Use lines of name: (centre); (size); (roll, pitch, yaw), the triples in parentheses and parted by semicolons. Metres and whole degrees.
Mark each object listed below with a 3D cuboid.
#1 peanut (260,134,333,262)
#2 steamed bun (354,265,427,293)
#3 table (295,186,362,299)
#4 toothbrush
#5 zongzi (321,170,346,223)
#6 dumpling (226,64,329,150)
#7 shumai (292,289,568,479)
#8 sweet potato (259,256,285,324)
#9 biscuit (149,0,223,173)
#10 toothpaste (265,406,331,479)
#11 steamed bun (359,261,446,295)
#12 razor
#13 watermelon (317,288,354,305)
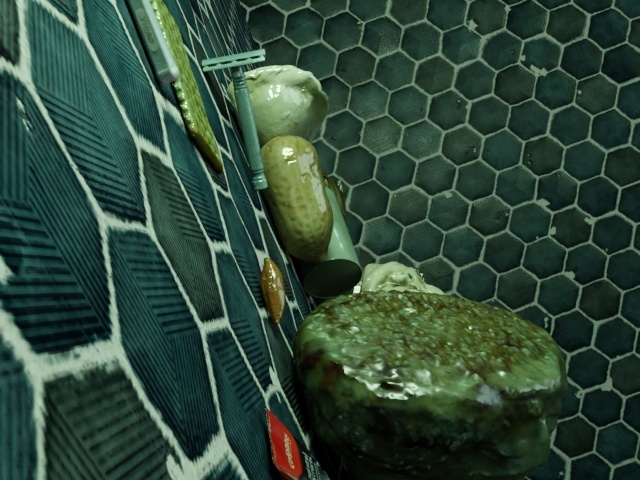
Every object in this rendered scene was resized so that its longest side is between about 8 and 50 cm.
peanut: (-0.041, -0.074, 1.454); (0.137, 0.122, 0.253); (-152, -137, -82)
steamed bun: (0.159, 0.219, 1.911); (0.199, 0.251, 0.301); (113, -26, -70)
table: (0.000, 0.000, 1.624); (0.126, 0.126, 0.220); (66, 5, -48)
toothbrush: (-0.223, -0.330, 0.814); (0.030, 0.025, 0.342); (-61, 130, -77)
zongzi: (-0.009, -0.015, 1.819); (0.286, 0.134, 0.288); (28, 57, -73)
dumpling: (-0.069, -0.241, 1.488); (0.252, 0.179, 0.131); (64, 2, -49)
shumai: (0.140, 0.265, 1.076); (0.395, 0.395, 0.348); (-103, -163, -69)
sweet potato: (-0.061, 0.066, 0.997); (0.034, 0.034, 0.095); (63, 17, -64)
biscuit: (-0.175, -0.208, 0.977); (0.139, 0.016, 0.231); (64, 7, -73)
toothpaste: (-0.006, 0.246, 0.745); (0.193, 0.045, 0.071); (61, 7, -30)
steamed bun: (0.170, 0.180, 1.534); (0.280, 0.207, 0.268); (34, 63, -87)
razor: (-0.126, -0.200, 1.309); (0.068, 0.106, 0.232); (-97, 178, -74)
watermelon: (0.006, 0.093, 1.743); (0.139, 0.071, 0.187); (40, -41, 32)
